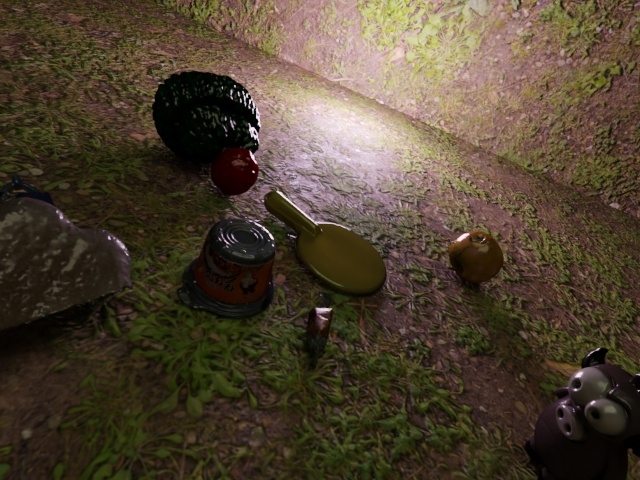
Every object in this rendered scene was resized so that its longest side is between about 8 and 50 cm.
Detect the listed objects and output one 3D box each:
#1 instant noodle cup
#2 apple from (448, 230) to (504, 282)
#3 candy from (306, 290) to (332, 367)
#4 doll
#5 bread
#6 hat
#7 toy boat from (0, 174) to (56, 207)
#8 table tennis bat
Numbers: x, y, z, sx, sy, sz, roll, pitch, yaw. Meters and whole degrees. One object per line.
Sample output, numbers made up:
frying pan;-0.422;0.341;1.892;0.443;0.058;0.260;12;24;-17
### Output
instant noodle cup;-0.157;0.040;0.807;0.178;0.125;0.208;31;34;11
apple;0.420;0.042;1.149;0.147;0.146;0.146;16;33;-11
candy;-0.003;0.158;0.805;0.047;0.053;0.182;15;31;0
doll;0.428;0.297;0.683;0.118;0.257;0.182;9;35;-9
bread;-0.442;0.041;0.589;0.337;0.102;0.183;-19;87;-47
hat;-0.263;-0.268;1.105;0.274;0.242;0.332;-15;61;-28
toy boat;-0.500;-0.041;0.737;0.100;0.097;0.223;-10;46;-45
table tennis bat;0.000;0.000;1.038;0.369;0.054;0.224;39;37;16
